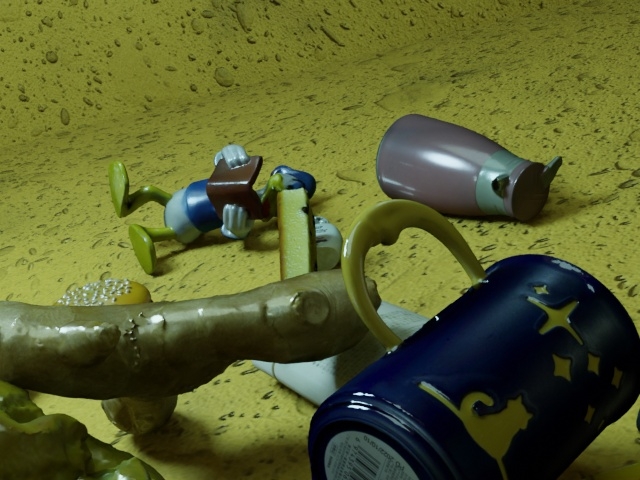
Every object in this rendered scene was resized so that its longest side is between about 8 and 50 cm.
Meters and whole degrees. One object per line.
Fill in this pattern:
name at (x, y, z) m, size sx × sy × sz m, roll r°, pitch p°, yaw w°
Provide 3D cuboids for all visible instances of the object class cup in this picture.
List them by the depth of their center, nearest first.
cup at (0.095, 0.115, 0.829) m, size 0.255 × 0.178 × 0.256 m, roll 40°, pitch 45°, yaw 23°

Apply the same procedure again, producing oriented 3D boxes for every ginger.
ginger at (-0.147, 0.104, 0.986) m, size 0.363 × 0.122 × 0.348 m, roll -17°, pitch -18°, yaw 25°

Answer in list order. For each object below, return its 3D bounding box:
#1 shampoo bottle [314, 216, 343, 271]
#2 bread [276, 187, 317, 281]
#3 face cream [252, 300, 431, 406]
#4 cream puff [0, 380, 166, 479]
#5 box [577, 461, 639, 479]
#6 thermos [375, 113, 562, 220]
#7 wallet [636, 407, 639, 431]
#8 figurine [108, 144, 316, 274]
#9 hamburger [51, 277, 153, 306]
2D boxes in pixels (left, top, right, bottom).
shampoo bottle at (0.000, 0.000, 1.547) m, size 0.077 × 0.045 × 0.152 m, roll -11°, pitch 20°, yaw 11°
bread at (-0.030, 0.029, 1.395) m, size 0.049 × 0.088 × 0.226 m, roll -9°, pitch 45°, yaw 5°
face cream at (0.058, 0.133, 1.110) m, size 0.173 × 0.081 × 0.348 m, roll -28°, pitch 24°, yaw -26°
cream puff at (-0.265, 0.238, 0.814) m, size 0.291 × 0.257 × 0.324 m, roll -25°, pitch 23°, yaw -17°
box at (0.178, 0.252, 0.778) m, size 0.269 × 0.043 × 0.152 m, roll -14°, pitch 19°, yaw -1°
thermos at (0.237, -0.103, 1.553) m, size 0.176 × 0.146 × 0.265 m, roll 2°, pitch 14°, yaw -44°
wallet at (0.465, 0.136, 0.884) m, size 0.290 × 0.054 × 0.251 m, roll -26°, pitch 25°, yaw -33°
figurine at (-0.146, -0.087, 1.677) m, size 0.338 × 0.204 × 0.283 m, roll -12°, pitch -9°, yaw -32°
hamburger at (-0.285, 0.118, 1.322) m, size 0.162 × 0.115 × 0.162 m, roll -11°, pitch 20°, yaw 4°
